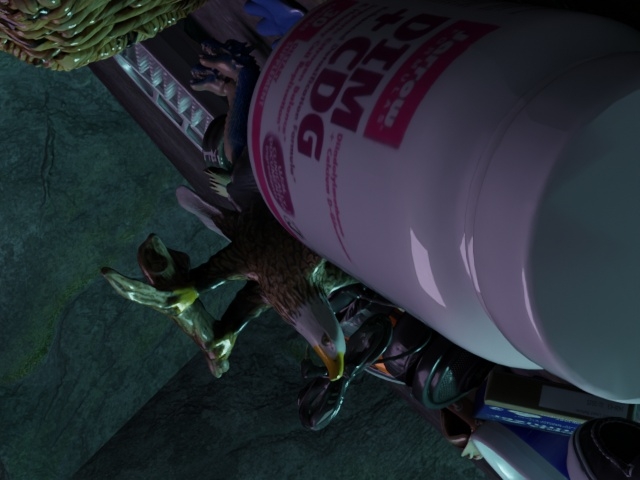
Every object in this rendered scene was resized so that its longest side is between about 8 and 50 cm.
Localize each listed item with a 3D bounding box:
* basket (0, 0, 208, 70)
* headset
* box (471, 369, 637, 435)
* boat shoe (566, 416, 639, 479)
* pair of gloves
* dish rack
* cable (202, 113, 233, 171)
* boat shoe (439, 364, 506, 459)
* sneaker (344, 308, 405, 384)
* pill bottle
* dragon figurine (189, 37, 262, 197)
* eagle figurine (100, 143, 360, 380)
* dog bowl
[{"bbox_3d":[-0.238,-0.266,0.961,0.299,0.213,0.223,45,173,7],"label":"basket"},{"bbox_3d":[0.064,0.091,1.330,0.243,0.185,0.394,37,-173,4],"label":"headset"},{"bbox_3d":[0.224,0.168,1.267,0.136,0.037,0.225,11,170,6],"label":"box"},{"bbox_3d":[0.295,0.194,0.993,0.301,0.108,0.102,-138,39,-61],"label":"boat shoe"},{"bbox_3d":[0.013,-0.132,1.073,0.198,0.023,0.159,50,172,-34],"label":"pair of gloves"},{"bbox_3d":[-0.147,-0.180,1.586,0.285,0.072,0.333,46,174,-2],"label":"dish rack"},{"bbox_3d":[-0.038,-0.067,1.406,0.072,0.139,0.287,22,161,23],"label":"cable"},{"bbox_3d":[0.206,0.222,1.648,0.324,0.116,0.123,48,173,-25],"label":"boat shoe"},{"bbox_3d":[0.032,0.058,1.702,0.321,0.124,0.180,42,174,29],"label":"sneaker"},{"bbox_3d":[0.082,-0.034,0.611,0.160,0.160,0.283,48,172,-26],"label":"pill bottle"},{"bbox_3d":[-0.016,-0.091,1.226,0.289,0.144,0.085,25,168,10],"label":"dragon figurine"},{"bbox_3d":[0.005,0.010,1.079,0.225,0.298,0.226,61,-170,-2],"label":"eagle figurine"},{"bbox_3d":[0.303,0.284,1.474,0.265,0.104,0.265,45,174,6],"label":"dog bowl"}]
